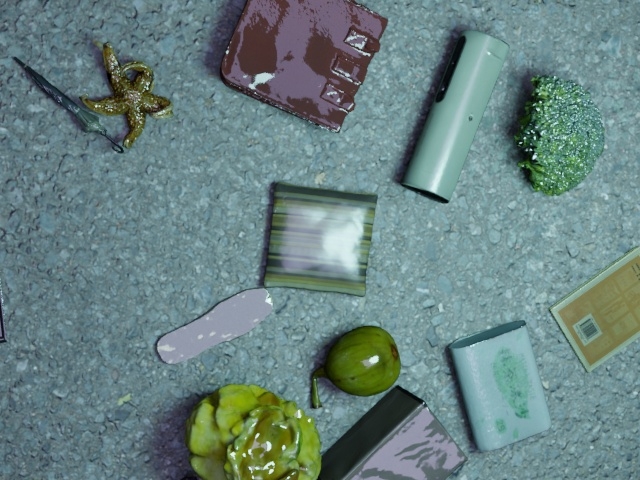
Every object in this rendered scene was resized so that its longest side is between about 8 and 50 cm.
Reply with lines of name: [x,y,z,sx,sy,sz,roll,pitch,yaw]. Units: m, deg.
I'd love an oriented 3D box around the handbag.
handbag: [-0.035,-0.369,1.803,0.275,0.084,0.260,22,88,-11]

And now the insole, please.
insole: [-0.205,0.169,1.836,0.248,0.011,0.081,-27,96,-9]

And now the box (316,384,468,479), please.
box: [0.131,0.436,1.826,0.252,0.188,0.153,-42,99,-8]

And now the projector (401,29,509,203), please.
projector: [0.269,-0.246,1.854,0.108,0.108,0.337,22,89,-11]

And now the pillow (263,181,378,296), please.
pillow: [0.000,0.000,1.844,0.208,0.052,0.212,7,90,-8]

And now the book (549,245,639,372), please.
book: [0.624,0.147,1.987,0.242,0.018,0.170,-33,99,-7]

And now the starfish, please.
starfish: [-0.372,-0.275,1.748,0.146,0.074,0.190,-32,98,-9]

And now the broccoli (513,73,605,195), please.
broccoli: [0.469,-0.214,1.861,0.226,0.176,0.198,45,67,0]

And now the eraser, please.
eraser: [0.372,0.298,1.916,0.174,0.081,0.227,-17,95,-10]

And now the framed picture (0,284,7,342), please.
framed picture: [-0.698,0.107,1.740,0.199,0.010,0.195,-5,94,-10]

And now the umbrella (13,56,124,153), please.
umbrella: [-0.472,-0.254,1.758,0.269,0.044,0.044,42,111,-1]

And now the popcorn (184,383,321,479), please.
popcorn: [-0.123,0.396,1.755,0.224,0.270,0.258,-50,145,-1]

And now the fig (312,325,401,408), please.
fig: [0.068,0.243,1.846,0.142,0.186,0.148,-52,130,-47]

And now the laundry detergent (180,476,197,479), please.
laundry detergent: [-0.274,0.568,1.811,0.144,0.078,0.221,-1,94,-7]
